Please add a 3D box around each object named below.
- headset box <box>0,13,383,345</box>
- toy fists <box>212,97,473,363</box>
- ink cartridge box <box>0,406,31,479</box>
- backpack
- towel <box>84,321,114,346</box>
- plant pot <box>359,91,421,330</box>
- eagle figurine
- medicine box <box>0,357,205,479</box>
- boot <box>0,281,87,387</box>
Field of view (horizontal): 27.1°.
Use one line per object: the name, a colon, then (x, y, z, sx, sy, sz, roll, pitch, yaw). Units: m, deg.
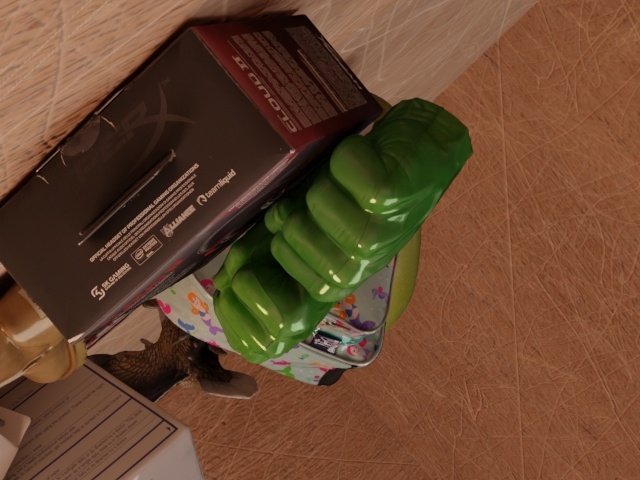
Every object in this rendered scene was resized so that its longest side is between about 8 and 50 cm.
headset box: (-0.096, -0.053, 0.971, 0.218, 0.110, 0.293, -40, 179, 18)
toy fists: (0.000, 0.000, 1.014, 0.142, 0.096, 0.279, -52, -175, -39)
ink cartridge box: (-0.415, 0.257, 1.489, 0.180, 0.104, 0.060, -66, 150, -21)
backpack: (-0.042, 0.015, 1.396, 0.191, 0.253, 0.225, 135, -28, -58)
towel: (-0.276, 0.082, 1.917, 0.329, 0.037, 0.237, -39, -179, 44)
plant pot: (0.016, -0.049, 1.647, 0.275, 0.275, 0.293, -39, 163, -28)
eagle figurine: (-0.229, 0.179, 2.030, 0.298, 0.226, 0.225, -46, -161, 37)
medicine box: (-0.331, 0.291, 1.618, 0.263, 0.289, 0.149, -39, 136, -30)
boot: (-0.337, 0.135, 1.184, 0.269, 0.089, 0.236, -39, 168, -27)
